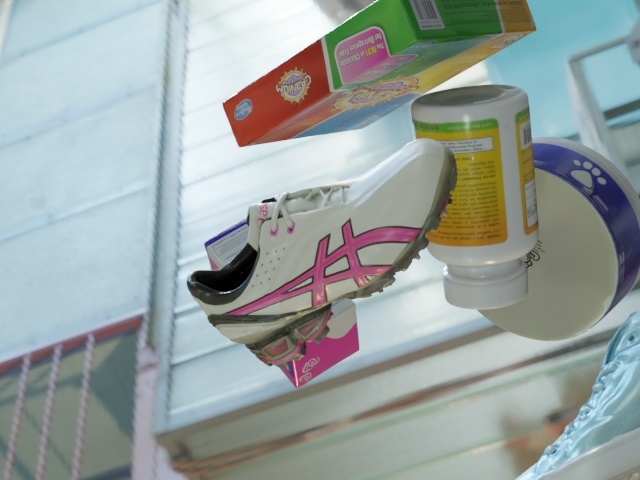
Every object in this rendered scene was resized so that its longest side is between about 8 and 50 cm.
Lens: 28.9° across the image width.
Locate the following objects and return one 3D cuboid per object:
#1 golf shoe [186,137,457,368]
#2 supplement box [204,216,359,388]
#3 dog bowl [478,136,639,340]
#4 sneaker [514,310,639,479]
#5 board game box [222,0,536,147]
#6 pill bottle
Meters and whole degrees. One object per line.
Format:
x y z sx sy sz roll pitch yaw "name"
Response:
0.000 0.000 0.740 0.086 0.186 0.067 37 -156 -24 "golf shoe"
-0.053 0.076 1.714 0.220 0.114 0.111 46 157 34 "supplement box"
0.302 -0.001 1.689 0.104 0.265 0.265 -34 -73 -47 "dog bowl"
0.290 0.151 1.110 0.150 0.366 0.135 59 179 43 "sneaker"
0.069 -0.213 1.521 0.242 0.316 0.064 -14 -99 -45 "board game box"
0.185 -0.051 1.462 0.136 0.136 0.246 -74 -23 -72 "pill bottle"
